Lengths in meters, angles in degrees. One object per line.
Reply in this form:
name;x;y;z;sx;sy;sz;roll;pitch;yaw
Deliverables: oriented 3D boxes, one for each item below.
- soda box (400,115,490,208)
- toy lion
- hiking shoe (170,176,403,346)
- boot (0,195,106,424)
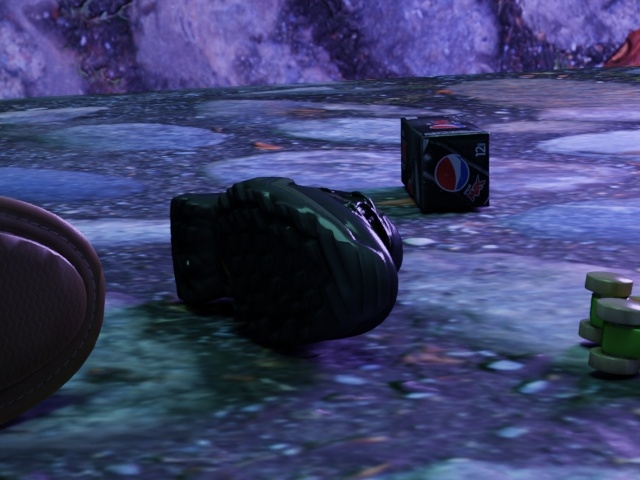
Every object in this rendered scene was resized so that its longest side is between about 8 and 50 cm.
soda box;0.097;-0.064;1.337;0.053;0.060;0.169;-1;9;-2
toy lion;0.173;0.041;0.798;0.096;0.034;0.100;6;10;4
hiking shoe;0.000;0.000;0.896;0.114;0.086;0.227;-10;11;-23
boot;-0.259;0.039;0.734;0.283;0.109;0.220;-19;14;-37
